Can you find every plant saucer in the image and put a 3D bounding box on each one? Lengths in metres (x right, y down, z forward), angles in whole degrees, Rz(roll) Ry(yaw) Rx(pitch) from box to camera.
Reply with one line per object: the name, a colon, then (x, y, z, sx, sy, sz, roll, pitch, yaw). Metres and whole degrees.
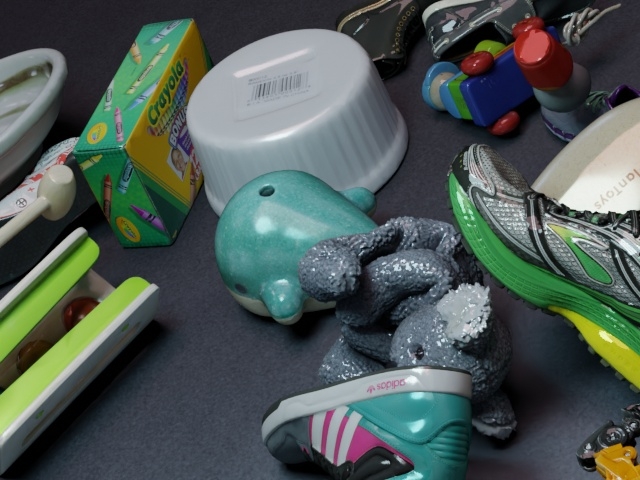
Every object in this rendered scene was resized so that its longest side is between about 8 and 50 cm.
plant saucer: (-0.504, -0.115, 2.208, 0.400, 0.100, 0.400, -26, 26, 14)

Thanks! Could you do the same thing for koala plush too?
koala plush: (0.119, 0.091, 1.602, 0.203, 0.196, 0.221, -24, 32, -18)

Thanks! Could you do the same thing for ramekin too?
ramekin: (-0.038, -0.150, 2.015, 0.277, 0.135, 0.277, -15, 38, 12)

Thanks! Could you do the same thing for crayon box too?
crayon box: (-0.214, -0.144, 2.074, 0.081, 0.165, 0.278, -4, 41, 24)

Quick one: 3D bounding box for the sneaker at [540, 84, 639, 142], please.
sneaker: (0.342, -0.157, 1.855, 0.083, 0.098, 0.223, -38, 40, -20)

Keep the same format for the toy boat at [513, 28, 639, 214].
toy boat: (0.317, -0.095, 1.711, 0.267, 0.148, 0.318, -36, 62, 11)

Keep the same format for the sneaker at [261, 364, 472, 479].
sneaker: (0.042, 0.234, 1.525, 0.295, 0.124, 0.178, -25, 59, 52)

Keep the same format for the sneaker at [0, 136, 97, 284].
sneaker: (-0.387, -0.038, 2.111, 0.270, 0.090, 0.145, -39, 17, 1)

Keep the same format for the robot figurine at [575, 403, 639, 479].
robot figurine: (0.376, 0.207, 1.404, 0.291, 0.085, 0.211, -21, 37, 2)

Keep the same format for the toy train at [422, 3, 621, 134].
toy train: (0.254, -0.235, 2.012, 0.248, 0.105, 0.143, -35, 22, -21)

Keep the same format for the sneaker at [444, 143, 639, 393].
sneaker: (0.273, 0.008, 1.539, 0.343, 0.146, 0.134, 37, 29, 14)

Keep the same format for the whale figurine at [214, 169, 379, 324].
whale figurine: (0.000, 0.000, 1.806, 0.272, 0.141, 0.216, 10, 48, 35)

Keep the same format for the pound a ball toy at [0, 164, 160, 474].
pound a ball toy: (-0.341, 0.092, 1.849, 0.208, 0.136, 0.319, 37, 61, 10)

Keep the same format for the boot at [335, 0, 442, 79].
boot: (0.124, -0.291, 2.167, 0.198, 0.077, 0.137, -29, 40, 14)

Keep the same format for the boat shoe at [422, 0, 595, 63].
boat shoe: (0.255, -0.291, 2.094, 0.233, 0.084, 0.079, -13, 58, 9)
